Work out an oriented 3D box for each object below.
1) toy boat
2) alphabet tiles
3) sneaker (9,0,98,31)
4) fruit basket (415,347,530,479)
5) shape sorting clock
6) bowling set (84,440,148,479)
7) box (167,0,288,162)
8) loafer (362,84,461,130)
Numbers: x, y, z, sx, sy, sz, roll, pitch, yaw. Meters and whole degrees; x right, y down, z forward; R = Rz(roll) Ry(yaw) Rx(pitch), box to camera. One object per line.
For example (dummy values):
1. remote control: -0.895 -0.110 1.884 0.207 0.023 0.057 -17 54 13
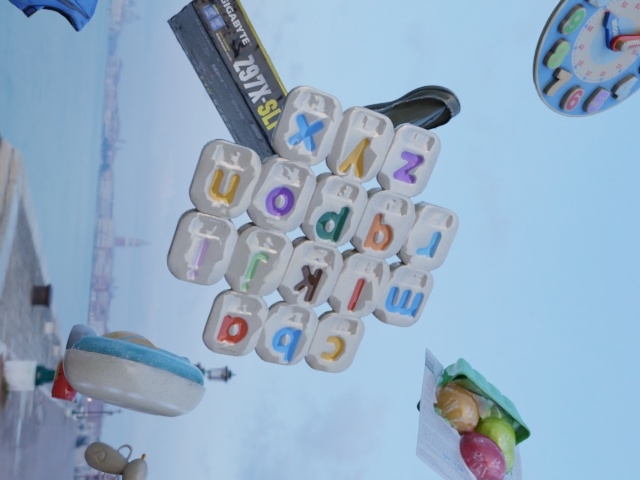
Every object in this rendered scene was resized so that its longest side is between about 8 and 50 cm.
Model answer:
1. toy boat: -0.378 0.225 1.157 0.318 0.267 0.148 -5 -117 35
2. alphabet tiles: 0.000 0.000 0.637 0.278 0.284 0.021 -70 -156 13
3. sneaker: -0.375 -0.324 0.764 0.069 0.209 0.082 32 -80 55
4. fruit basket: 0.327 0.445 1.393 0.165 0.327 0.353 -42 -168 32
5. shape sorting clock: 0.350 -0.238 0.757 0.040 0.206 0.206 -119 -142 -48
6. bowling set: -0.353 0.498 1.044 0.287 0.154 0.200 -61 148 -28
7. box: -0.143 -0.274 1.129 0.322 0.079 0.257 61 -12 -20
8. loafer: 0.169 -0.244 1.304 0.251 0.094 0.087 -10 -140 37
